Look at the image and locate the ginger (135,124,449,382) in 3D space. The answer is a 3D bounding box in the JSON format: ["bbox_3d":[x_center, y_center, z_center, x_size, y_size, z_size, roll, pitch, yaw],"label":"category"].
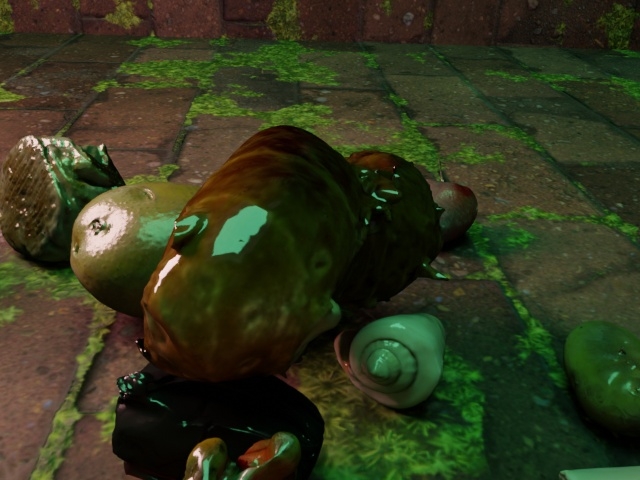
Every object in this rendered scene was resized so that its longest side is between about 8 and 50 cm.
[{"bbox_3d":[0.000,0.000,0.594,0.254,0.176,0.418,21,22,5],"label":"ginger"}]

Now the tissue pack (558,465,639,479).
[{"bbox_3d":[0.278,0.236,0.386,0.225,0.124,0.185,-1,26,-7],"label":"tissue pack"}]

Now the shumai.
[{"bbox_3d":[-0.353,-0.060,0.906,0.184,0.184,0.142,24,11,36],"label":"shumai"}]

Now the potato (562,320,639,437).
[{"bbox_3d":[0.293,0.137,0.637,0.092,0.070,0.138,1,26,0],"label":"potato"}]

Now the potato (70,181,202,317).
[{"bbox_3d":[-0.159,0.008,0.762,0.252,0.159,0.174,3,55,-27],"label":"potato"}]

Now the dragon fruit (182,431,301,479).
[{"bbox_3d":[-0.071,0.211,0.400,0.133,0.207,0.150,28,-9,18],"label":"dragon fruit"}]

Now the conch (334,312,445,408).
[{"bbox_3d":[0.079,0.105,0.660,0.094,0.104,0.176,50,28,-5],"label":"conch"}]

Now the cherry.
[{"bbox_3d":[0.171,-0.043,0.959,0.106,0.086,0.126,32,57,33],"label":"cherry"}]

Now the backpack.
[{"bbox_3d":[-0.083,0.157,0.533,0.165,0.105,0.120,24,9,4],"label":"backpack"}]
